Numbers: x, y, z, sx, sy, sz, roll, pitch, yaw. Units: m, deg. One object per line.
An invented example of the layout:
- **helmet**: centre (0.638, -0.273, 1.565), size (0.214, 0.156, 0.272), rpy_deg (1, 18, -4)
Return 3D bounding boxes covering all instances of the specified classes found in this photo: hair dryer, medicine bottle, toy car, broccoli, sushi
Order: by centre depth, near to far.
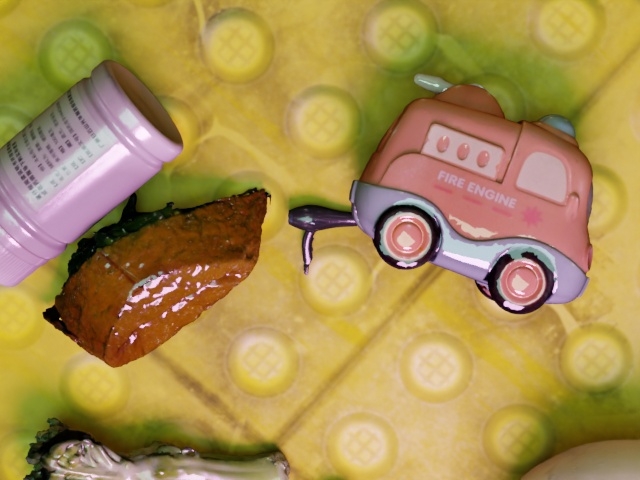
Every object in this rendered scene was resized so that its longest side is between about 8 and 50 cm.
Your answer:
- **toy car**: centre (0.174, -0.050, 1.545), size (0.270, 0.180, 0.212), rpy_deg (22, 92, 0)
- **medicine bottle**: centre (-0.281, -0.071, 1.586), size (0.249, 0.133, 0.133), rpy_deg (-40, 96, 10)
- **sushi**: centre (-0.190, 0.024, 1.601), size (0.287, 0.140, 0.149), rpy_deg (-40, 134, 10)
- **hair dryer**: centre (0.000, 0.000, 1.640), size (0.079, 0.031, 0.083), rpy_deg (4, 115, -6)
- **broccoli**: centre (-0.184, 0.280, 1.662), size (0.304, 0.145, 0.165), rpy_deg (-2, 91, -6)

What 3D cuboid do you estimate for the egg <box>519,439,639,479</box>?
- **egg**: centre (0.343, 0.353, 1.555), size (0.345, 0.283, 0.283), rpy_deg (-7, 101, -6)
